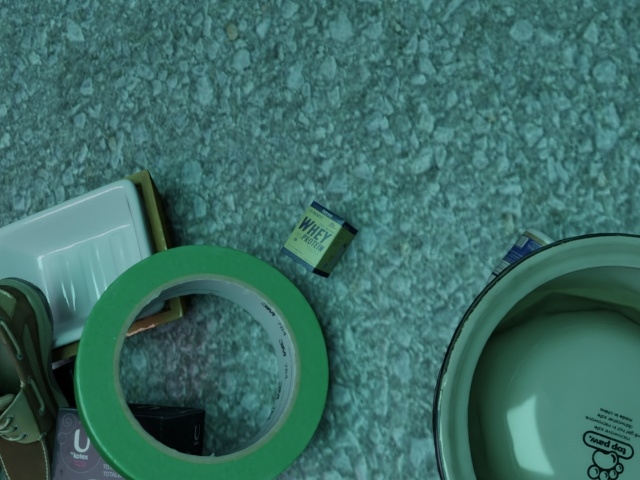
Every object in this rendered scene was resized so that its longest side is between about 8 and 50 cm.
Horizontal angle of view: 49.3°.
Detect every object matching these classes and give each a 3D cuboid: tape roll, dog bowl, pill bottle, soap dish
[{"bbox_3d":[-0.150,0.167,0.905,0.321,0.077,0.321,7,69,-20],"label":"tape roll"},{"bbox_3d":[0.309,0.205,0.764,0.408,0.150,0.408,1,76,-5],"label":"dog bowl"},{"bbox_3d":[0.260,0.048,0.900,0.067,0.067,0.120,38,94,18],"label":"pill bottle"},{"bbox_3d":[-0.348,0.051,1.054,0.291,0.118,0.229,-20,77,13],"label":"soap dish"}]

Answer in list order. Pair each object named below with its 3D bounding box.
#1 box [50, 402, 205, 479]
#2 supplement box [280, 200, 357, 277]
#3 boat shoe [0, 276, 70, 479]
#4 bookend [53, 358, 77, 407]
[{"bbox_3d":[-0.270,0.369,0.969,0.165,0.143,0.270,1,82,15],"label":"box"},{"bbox_3d":[0.000,0.000,0.975,0.056,0.083,0.083,33,91,17],"label":"supplement box"},{"bbox_3d":[-0.426,0.218,0.949,0.123,0.116,0.324,-7,98,13],"label":"boat shoe"},{"bbox_3d":[-0.391,0.279,1.056,0.157,0.072,0.156,-26,76,11],"label":"bookend"}]
